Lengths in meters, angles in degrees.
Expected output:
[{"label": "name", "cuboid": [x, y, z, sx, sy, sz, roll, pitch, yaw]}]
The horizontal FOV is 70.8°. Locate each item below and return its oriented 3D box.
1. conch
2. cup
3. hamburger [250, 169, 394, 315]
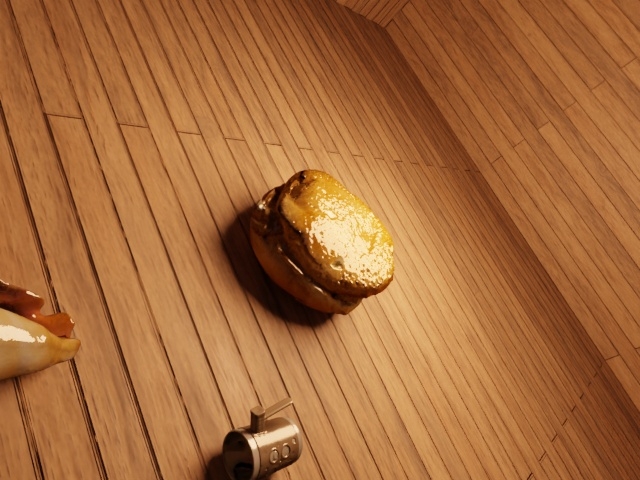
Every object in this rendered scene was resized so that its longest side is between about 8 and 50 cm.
[{"label": "conch", "cuboid": [-0.397, 0.110, 0.475, 0.158, 0.127, 0.255, 40, 0, 40]}, {"label": "cup", "cuboid": [-0.083, 0.287, 0.658, 0.099, 0.074, 0.102, 6, 75, -47]}, {"label": "hamburger", "cuboid": [0.000, 0.000, 0.930, 0.314, 0.170, 0.290, 37, 35, -16]}]
